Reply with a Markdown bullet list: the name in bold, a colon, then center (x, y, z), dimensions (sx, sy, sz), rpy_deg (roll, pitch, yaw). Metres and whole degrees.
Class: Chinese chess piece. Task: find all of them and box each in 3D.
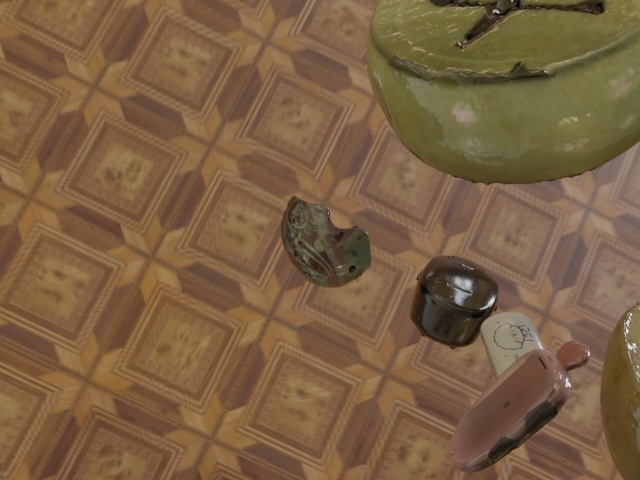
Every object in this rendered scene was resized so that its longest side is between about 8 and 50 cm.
- **Chinese chess piece**: center (0.120, -0.117, 0.525), dimensions (0.189, 0.083, 0.188), rpy_deg (-12, 41, 11)

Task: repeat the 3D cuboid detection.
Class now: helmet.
- **helmet**: center (-0.003, 0.016, 1.483), dimensions (0.177, 0.153, 0.107), rpy_deg (32, 77, 13)

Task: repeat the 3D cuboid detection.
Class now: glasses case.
- **glasses case**: center (0.270, 0.166, 1.200), dimensions (0.076, 0.197, 0.049), rpy_deg (-13, 123, 4)

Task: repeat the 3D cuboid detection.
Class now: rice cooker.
- **rice cooker**: center (0.223, 0.100, 1.483), dimensions (0.142, 0.203, 0.118), rpy_deg (23, 111, 11)

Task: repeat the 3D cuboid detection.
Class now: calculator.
- **calculator**: center (0.182, 0.150, 0.821), dimensions (0.024, 0.103, 0.166), rpy_deg (42, 101, -11)

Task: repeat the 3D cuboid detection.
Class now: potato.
- **potato**: center (0.468, 0.249, 1.339), dimensions (0.190, 0.211, 0.264), rpy_deg (-1, 44, -28)
